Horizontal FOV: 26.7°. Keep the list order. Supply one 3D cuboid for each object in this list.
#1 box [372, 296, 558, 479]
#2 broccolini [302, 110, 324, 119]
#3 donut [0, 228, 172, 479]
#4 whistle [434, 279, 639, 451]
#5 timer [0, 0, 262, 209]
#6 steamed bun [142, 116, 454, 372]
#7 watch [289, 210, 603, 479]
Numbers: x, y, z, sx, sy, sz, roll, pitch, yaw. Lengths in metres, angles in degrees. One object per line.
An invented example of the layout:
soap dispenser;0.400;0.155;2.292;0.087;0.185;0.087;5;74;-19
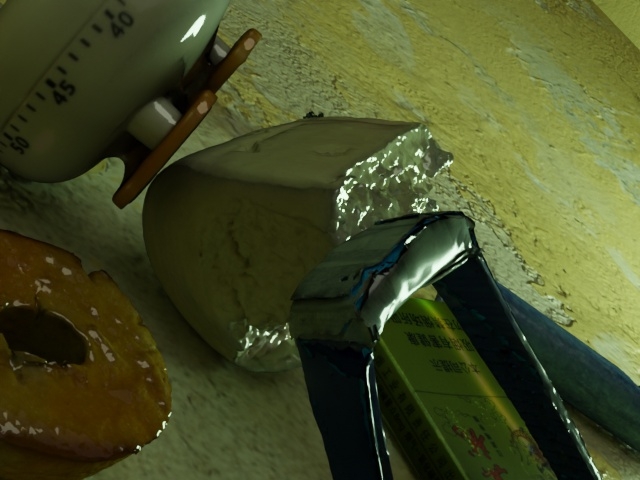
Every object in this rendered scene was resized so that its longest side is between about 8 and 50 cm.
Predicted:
box;0.135;0.170;1.084;0.173;0.043;0.311;11;38;-48
broccolini;0.060;-0.051;1.358;0.239;0.051;0.054;35;18;-30
donut;-0.174;0.072;0.778;0.178;0.065;0.162;29;32;-28
whistle;0.236;0.121;1.295;0.304;0.062;0.062;35;25;-14
timer;-0.181;-0.161;0.954;0.240;0.233;0.233;40;24;-9
steamed bun;0.000;0.000;0.997;0.225;0.200;0.170;-29;116;-52
watch;0.101;0.109;0.883;0.276;0.068;0.275;-25;102;-50
